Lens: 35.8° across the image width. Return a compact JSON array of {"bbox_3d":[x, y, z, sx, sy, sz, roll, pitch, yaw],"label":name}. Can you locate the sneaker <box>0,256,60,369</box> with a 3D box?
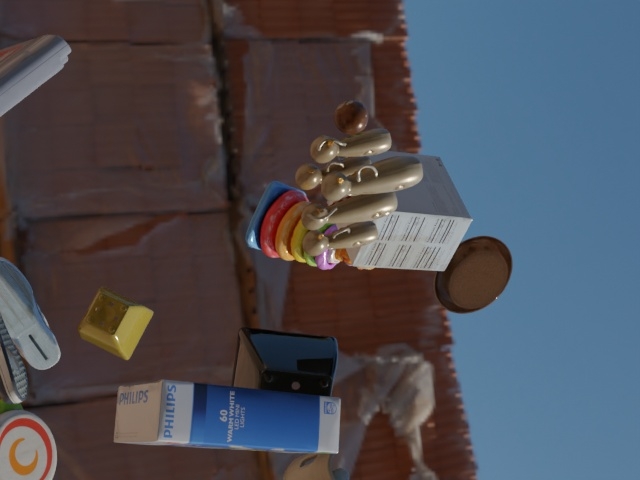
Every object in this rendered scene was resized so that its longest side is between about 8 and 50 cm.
[{"bbox_3d":[-0.573,0.131,1.847,0.091,0.094,0.258,35,-32,49],"label":"sneaker"}]

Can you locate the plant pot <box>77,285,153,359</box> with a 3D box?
[{"bbox_3d":[-0.294,0.111,1.399,0.083,0.081,0.081,98,18,-74],"label":"plant pot"}]

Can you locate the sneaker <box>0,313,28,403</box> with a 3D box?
[{"bbox_3d":[-0.558,0.189,1.536,0.226,0.163,0.086,56,-11,30],"label":"sneaker"}]

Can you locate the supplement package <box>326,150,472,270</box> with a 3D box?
[{"bbox_3d":[0.149,-0.060,1.933,0.194,0.203,0.149,-110,-147,-44],"label":"supplement package"}]

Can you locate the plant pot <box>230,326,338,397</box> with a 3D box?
[{"bbox_3d":[-0.061,0.273,1.776,0.167,0.188,0.187,-133,-129,-78],"label":"plant pot"}]

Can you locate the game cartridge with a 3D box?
[{"bbox_3d":[-0.521,-0.223,1.495,0.294,0.196,0.060,-2,-49,46],"label":"game cartridge"}]

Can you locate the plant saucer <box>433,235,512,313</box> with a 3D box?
[{"bbox_3d":[0.349,0.083,2.231,0.036,0.199,0.198,41,23,-41],"label":"plant saucer"}]

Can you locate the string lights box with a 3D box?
[{"bbox_3d":[-0.118,0.230,1.278,0.133,0.260,0.076,-17,-114,54],"label":"string lights box"}]

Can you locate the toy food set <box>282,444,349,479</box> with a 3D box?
[{"bbox_3d":[0.062,0.543,1.916,0.306,0.092,0.220,58,-32,4],"label":"toy food set"}]

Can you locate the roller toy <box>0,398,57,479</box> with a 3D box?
[{"bbox_3d":[-0.658,0.453,2.038,0.191,0.146,0.209,57,34,-28],"label":"roller toy"}]

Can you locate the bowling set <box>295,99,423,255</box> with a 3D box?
[{"bbox_3d":[0.021,-0.106,1.511,0.287,0.154,0.199,118,-45,-60],"label":"bowling set"}]

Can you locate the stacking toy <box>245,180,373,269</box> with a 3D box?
[{"bbox_3d":[0.000,0.000,2.195,0.175,0.302,0.165,16,98,-63],"label":"stacking toy"}]
